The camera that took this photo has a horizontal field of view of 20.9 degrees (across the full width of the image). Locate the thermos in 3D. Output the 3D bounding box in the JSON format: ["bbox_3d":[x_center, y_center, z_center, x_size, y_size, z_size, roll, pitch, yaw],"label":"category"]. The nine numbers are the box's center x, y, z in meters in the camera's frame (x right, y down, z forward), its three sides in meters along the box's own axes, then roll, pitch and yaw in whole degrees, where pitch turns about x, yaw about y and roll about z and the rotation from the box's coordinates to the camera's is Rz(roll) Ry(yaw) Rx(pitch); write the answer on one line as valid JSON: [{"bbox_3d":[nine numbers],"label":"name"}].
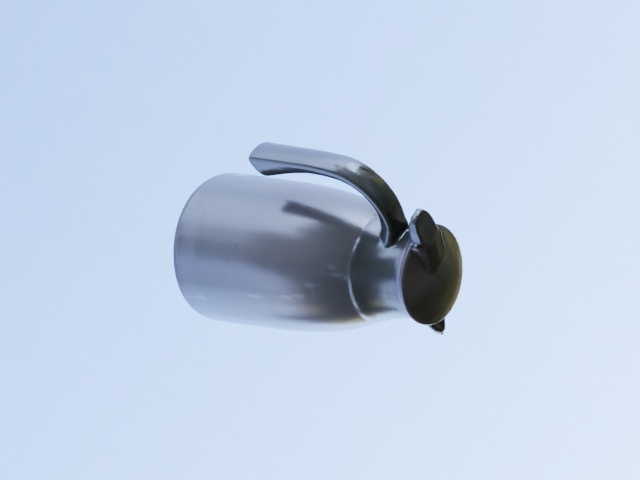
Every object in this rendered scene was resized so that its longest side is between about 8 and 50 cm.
[{"bbox_3d":[0.000,0.000,1.150,0.105,0.193,0.137,-39,-56,-38],"label":"thermos"}]
